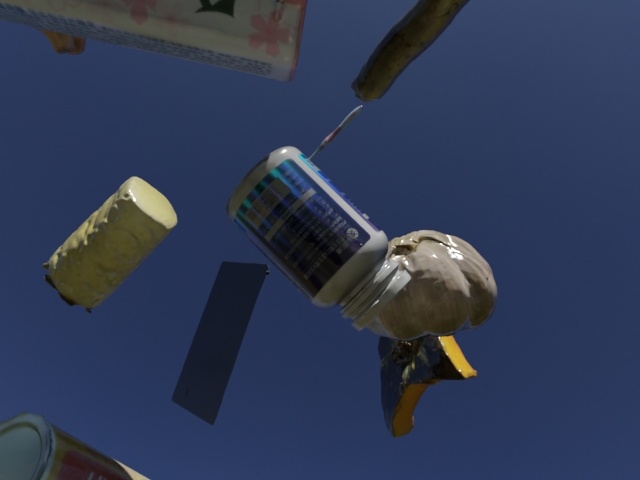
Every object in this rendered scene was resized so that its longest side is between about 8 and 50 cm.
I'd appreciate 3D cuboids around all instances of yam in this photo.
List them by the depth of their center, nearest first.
[{"bbox_3d":[0.159,-0.339,0.799,0.067,0.071,0.317,45,-51,-2],"label":"yam"}]

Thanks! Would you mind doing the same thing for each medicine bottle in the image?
[{"bbox_3d":[-0.168,0.311,0.523,0.108,0.108,0.426,-13,-44,16],"label":"medicine bottle"},{"bbox_3d":[0.000,0.000,0.542,0.191,0.107,0.107,45,-59,7],"label":"medicine bottle"}]

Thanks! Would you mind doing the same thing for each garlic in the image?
[{"bbox_3d":[0.152,0.064,0.782,0.227,0.228,0.152,-9,-85,13],"label":"garlic"}]

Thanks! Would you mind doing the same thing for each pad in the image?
[{"bbox_3d":[-0.172,0.162,0.874,0.009,0.265,0.159,29,-17,-37],"label":"pad"}]

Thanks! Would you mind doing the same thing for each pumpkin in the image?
[{"bbox_3d":[0.195,0.193,0.994,0.095,0.290,0.258,24,-47,-14],"label":"pumpkin"}]

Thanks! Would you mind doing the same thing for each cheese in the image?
[{"bbox_3d":[-0.281,0.001,0.698,0.094,0.123,0.167,43,-81,-16],"label":"cheese"}]

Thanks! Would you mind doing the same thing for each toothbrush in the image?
[{"bbox_3d":[0.020,-0.206,1.024,0.013,0.193,0.019,41,-13,11],"label":"toothbrush"}]

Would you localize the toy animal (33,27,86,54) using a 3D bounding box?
[{"bbox_3d":[-0.411,-0.431,0.793,0.326,0.237,0.270,-11,-77,-9],"label":"toy animal"}]

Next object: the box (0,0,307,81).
[{"bbox_3d":[-0.190,-0.293,0.516,0.369,0.112,0.191,11,-89,-7],"label":"box"}]
